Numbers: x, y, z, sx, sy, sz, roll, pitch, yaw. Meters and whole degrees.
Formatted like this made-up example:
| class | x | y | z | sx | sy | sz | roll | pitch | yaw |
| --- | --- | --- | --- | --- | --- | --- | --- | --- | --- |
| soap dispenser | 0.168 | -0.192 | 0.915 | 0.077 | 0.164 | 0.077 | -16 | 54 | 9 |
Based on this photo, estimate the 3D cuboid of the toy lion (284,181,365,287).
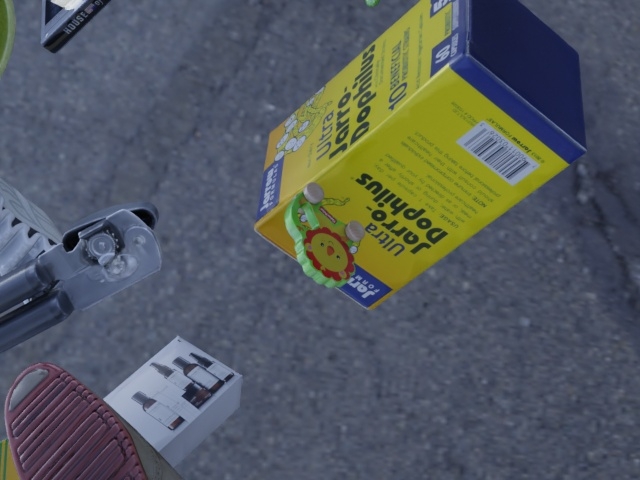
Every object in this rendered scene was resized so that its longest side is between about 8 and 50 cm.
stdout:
| class | x | y | z | sx | sy | sz | roll | pitch | yaw |
| --- | --- | --- | --- | --- | --- | --- | --- | --- | --- |
| toy lion | 0.000 | 0.000 | 1.543 | 0.034 | 0.100 | 0.096 | -39 | 12 | 42 |

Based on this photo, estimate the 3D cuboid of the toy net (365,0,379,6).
| class | x | y | z | sx | sy | sz | roll | pitch | yaw |
| --- | --- | --- | --- | --- | --- | --- | --- | --- | --- |
| toy net | 0.072 | -0.317 | 1.198 | 0.122 | 0.045 | 0.232 | 39 | 99 | 18 |

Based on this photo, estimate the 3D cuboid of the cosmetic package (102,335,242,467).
| class | x | y | z | sx | sy | sz | roll | pitch | yaw |
| --- | --- | --- | --- | --- | --- | --- | --- | --- | --- |
| cosmetic package | -0.197 | 0.208 | 1.576 | 0.099 | 0.239 | 0.060 | 28 | 135 | 23 |

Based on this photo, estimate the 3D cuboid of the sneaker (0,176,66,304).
| class | x | y | z | sx | sy | sz | roll | pitch | yaw |
| --- | --- | --- | --- | --- | --- | --- | --- | --- | --- |
| sneaker | -0.431 | -0.029 | 1.921 | 0.110 | 0.292 | 0.118 | -39 | 15 | 14 |

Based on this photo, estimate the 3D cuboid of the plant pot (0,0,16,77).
| class | x | y | z | sx | sy | sz | roll | pitch | yaw |
| --- | --- | --- | --- | --- | --- | --- | --- | --- | --- |
| plant pot | -0.595 | -0.316 | 1.963 | 0.254 | 0.276 | 0.276 | 34 | 104 | 47 |

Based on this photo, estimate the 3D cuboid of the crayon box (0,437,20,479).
| class | x | y | z | sx | sy | sz | roll | pitch | yaw |
| --- | --- | --- | --- | --- | --- | --- | --- | --- | --- |
| crayon box | -0.348 | 0.410 | 2.020 | 0.318 | 0.202 | 0.081 | 58 | 157 | 20 |

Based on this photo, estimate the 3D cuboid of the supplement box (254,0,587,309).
| class | x | y | z | sx | sy | sz | roll | pitch | yaw |
| --- | --- | --- | --- | --- | --- | --- | --- | --- | --- |
| supplement box | 0.113 | -0.116 | 1.691 | 0.356 | 0.195 | 0.194 | -39 | 28 | 33 |

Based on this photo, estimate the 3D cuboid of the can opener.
| class | x | y | z | sx | sy | sz | roll | pitch | yaw |
| --- | --- | --- | --- | --- | --- | --- | --- | --- | --- |
| can opener | -0.288 | 0.047 | 1.500 | 0.283 | 0.076 | 0.095 | -27 | 19 | 13 |

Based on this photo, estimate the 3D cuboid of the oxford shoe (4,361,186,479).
| class | x | y | z | sx | sy | sz | roll | pitch | yaw |
| --- | --- | --- | --- | --- | --- | --- | --- | --- | --- |
| oxford shoe | -0.186 | 0.266 | 1.436 | 0.123 | 0.130 | 0.348 | -43 | 72 | 10 |

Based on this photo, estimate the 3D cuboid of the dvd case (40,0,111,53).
| class | x | y | z | sx | sy | sz | roll | pitch | yaw |
| --- | --- | --- | --- | --- | --- | --- | --- | --- | --- |
| dvd case | -0.288 | -0.368 | 1.830 | 0.179 | 0.029 | 0.239 | -38 | 39 | 26 |
